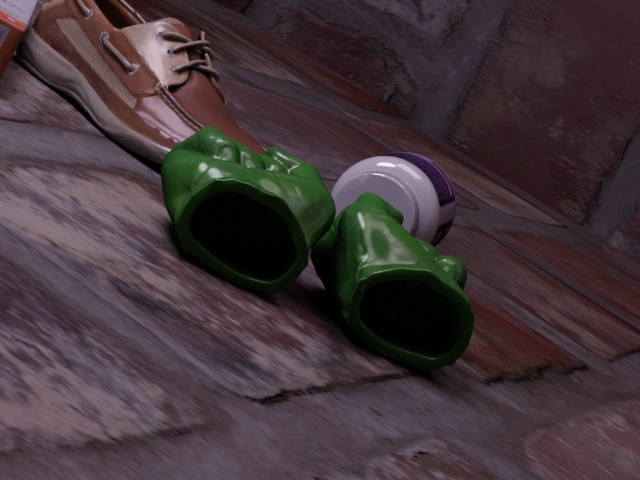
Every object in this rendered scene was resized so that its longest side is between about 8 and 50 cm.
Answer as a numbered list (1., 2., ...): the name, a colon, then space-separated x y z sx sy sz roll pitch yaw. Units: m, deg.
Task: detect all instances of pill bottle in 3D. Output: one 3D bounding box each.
1. pill bottle: 0.067 -0.030 1.615 0.108 0.108 0.193 31 10 8

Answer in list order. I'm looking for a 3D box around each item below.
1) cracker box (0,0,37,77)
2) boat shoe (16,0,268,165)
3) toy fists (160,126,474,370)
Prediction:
1. cracker box: -0.340 -0.216 1.499 0.156 0.067 0.232 28 10 -14
2. boat shoe: -0.156 -0.151 1.556 0.324 0.116 0.123 36 12 29
3. toy fists: 0.000 0.000 1.326 0.279 0.096 0.142 25 10 -17
